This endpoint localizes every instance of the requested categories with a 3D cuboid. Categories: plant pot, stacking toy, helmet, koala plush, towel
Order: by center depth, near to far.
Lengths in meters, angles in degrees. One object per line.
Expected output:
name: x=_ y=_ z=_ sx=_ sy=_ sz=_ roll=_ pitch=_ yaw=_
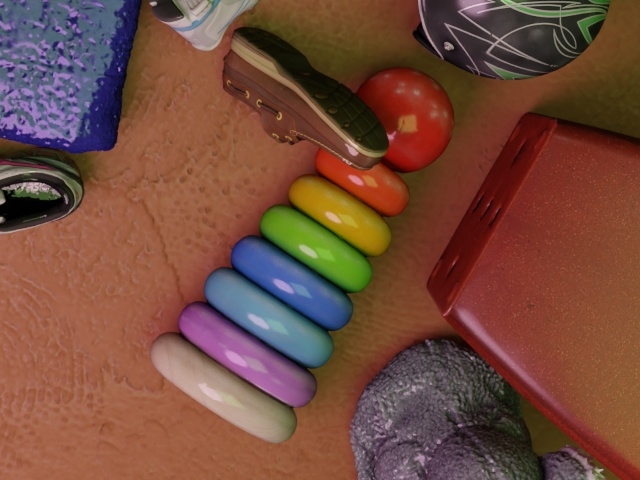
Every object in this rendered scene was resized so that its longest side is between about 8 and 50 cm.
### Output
towel: x=-0.244 y=-0.235 z=1.190 sx=0.228 sy=0.076 sz=0.308 roll=11 pitch=101 yaw=-7
helmet: x=0.152 y=-0.207 z=1.226 sx=0.169 sy=0.161 sz=0.169 roll=-3 pitch=103 yaw=-11
plant pot: x=0.236 y=0.030 z=1.262 sx=0.236 sy=0.267 sz=0.267 roll=28 pitch=96 yaw=-4
stacking toy: x=0.000 y=0.000 z=1.272 sx=0.141 sy=0.141 sz=0.330 roll=34 pitch=87 yaw=-17
koala plush: x=0.126 y=0.203 z=1.284 sx=0.196 sy=0.221 sz=0.203 roll=-14 pitch=105 yaw=-8

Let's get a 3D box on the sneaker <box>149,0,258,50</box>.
sneaker: x=-0.064 y=-0.237 z=1.233 sx=0.190 sy=0.071 sz=0.083 roll=-54 pitch=149 yaw=-10

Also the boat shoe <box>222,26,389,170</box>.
boat shoe: x=-0.015 y=-0.106 z=1.229 sx=0.064 sy=0.178 sz=0.060 roll=-7 pitch=130 yaw=-50

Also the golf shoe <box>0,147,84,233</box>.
golf shoe: x=-0.284 y=-0.036 z=1.216 sx=0.186 sy=0.086 sz=0.067 roll=-10 pitch=106 yaw=-8
